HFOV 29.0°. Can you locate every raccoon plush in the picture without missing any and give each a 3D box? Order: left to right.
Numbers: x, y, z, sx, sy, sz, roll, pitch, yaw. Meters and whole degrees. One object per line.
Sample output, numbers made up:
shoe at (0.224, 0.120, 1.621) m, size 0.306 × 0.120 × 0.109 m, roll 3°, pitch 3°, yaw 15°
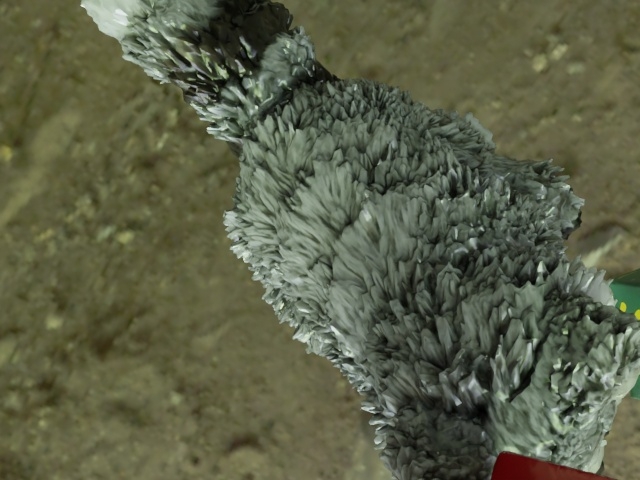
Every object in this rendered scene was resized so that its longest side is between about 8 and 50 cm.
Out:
raccoon plush at (0.000, 0.000, 0.775) m, size 0.216 × 0.446 × 0.299 m, roll -60°, pitch 5°, yaw 12°

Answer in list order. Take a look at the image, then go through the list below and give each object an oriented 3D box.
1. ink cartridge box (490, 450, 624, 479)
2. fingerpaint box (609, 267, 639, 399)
ink cartridge box at (0.034, 0.209, 0.489) m, size 0.309 × 0.130 × 0.271 m, roll 159°, pitch 129°, yaw -76°
fingerpaint box at (0.626, 0.061, 1.411) m, size 0.371 × 0.445 × 0.163 m, roll 6°, pitch 112°, yaw 64°
